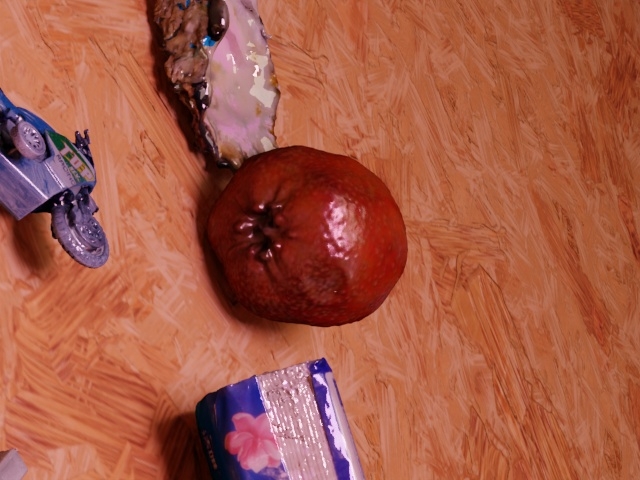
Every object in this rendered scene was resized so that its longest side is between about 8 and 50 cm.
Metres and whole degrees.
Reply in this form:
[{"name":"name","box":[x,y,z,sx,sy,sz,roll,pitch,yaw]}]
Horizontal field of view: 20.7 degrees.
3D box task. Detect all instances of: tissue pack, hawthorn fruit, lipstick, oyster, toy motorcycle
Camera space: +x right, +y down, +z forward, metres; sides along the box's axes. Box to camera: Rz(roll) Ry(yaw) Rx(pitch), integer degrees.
[{"name":"tissue pack","box":[-0.025,0.261,1.672,0.209,0.137,0.269,133,-57,-77]},{"name":"hawthorn fruit","box":[0.000,0.000,1.899,0.253,0.205,0.205,13,60,-60]},{"name":"lipstick","box":[-0.274,0.209,1.408,0.025,0.025,0.107,61,32,-18]},{"name":"oyster","box":[-0.116,-0.200,1.945,0.198,0.092,0.259,-57,135,-59]},{"name":"toy motorcycle","box":[-0.271,-0.086,1.553,0.254,0.092,0.135,47,24,-23]}]
